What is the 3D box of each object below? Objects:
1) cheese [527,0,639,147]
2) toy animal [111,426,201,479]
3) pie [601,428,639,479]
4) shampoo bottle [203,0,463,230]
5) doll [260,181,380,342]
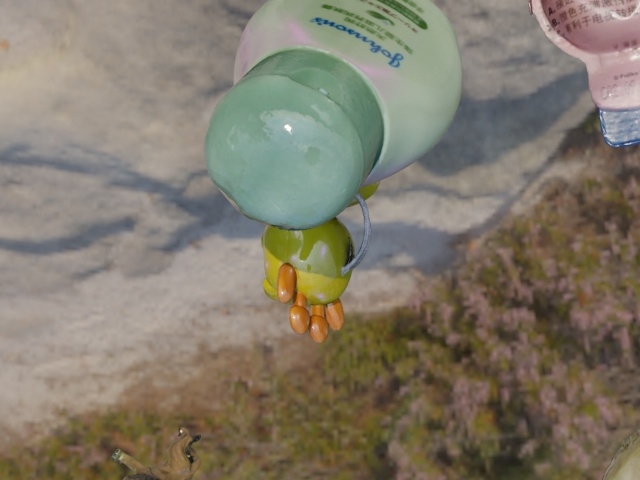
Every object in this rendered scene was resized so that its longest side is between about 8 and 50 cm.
[{"bbox_3d":[0.325,-0.241,1.417,0.189,0.285,0.074,-14,165,17],"label":"cheese"},{"bbox_3d":[-0.199,0.279,1.591,0.086,0.220,0.069,12,111,17],"label":"toy animal"},{"bbox_3d":[0.245,0.199,0.518,0.337,0.337,0.075,-36,168,38],"label":"pie"},{"bbox_3d":[0.006,-0.132,1.233,0.222,0.349,0.151,31,125,3],"label":"shampoo bottle"},{"bbox_3d":[0.000,0.000,1.422,0.135,0.220,0.143,-2,161,25],"label":"doll"}]
